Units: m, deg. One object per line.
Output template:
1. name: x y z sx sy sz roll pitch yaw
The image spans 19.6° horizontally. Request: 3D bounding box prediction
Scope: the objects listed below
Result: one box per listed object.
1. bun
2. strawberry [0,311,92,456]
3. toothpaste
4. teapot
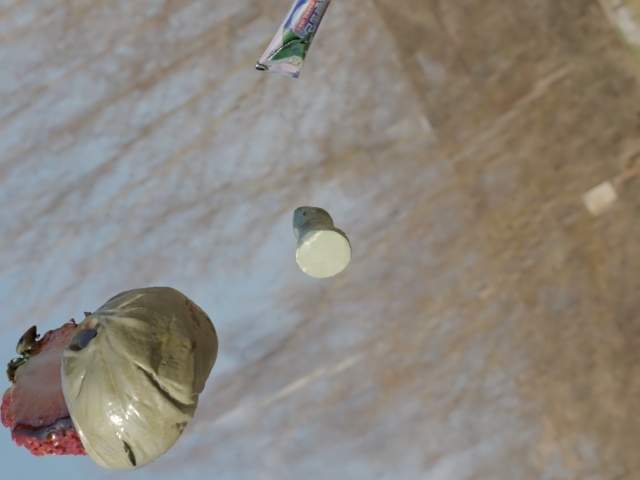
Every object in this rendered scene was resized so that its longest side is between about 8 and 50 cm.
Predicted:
1. bun: -0.171 0.113 1.634 0.113 0.166 0.173 37 172 -22
2. strawberry: -0.257 0.181 2.060 0.236 0.175 0.106 33 165 52
3. toothpaste: -0.005 -0.213 1.628 0.045 0.170 0.028 8 -142 -31
4. teapot: 0.000 0.000 1.893 0.067 0.057 0.083 48 -171 -26
